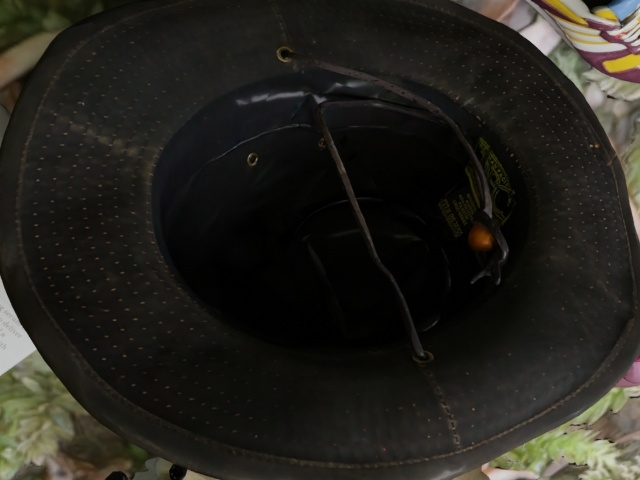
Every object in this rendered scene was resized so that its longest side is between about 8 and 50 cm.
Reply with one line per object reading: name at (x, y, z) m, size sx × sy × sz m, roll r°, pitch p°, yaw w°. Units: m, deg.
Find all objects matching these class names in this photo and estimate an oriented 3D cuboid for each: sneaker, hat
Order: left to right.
hat at (0.000, 0.000, 0.466) m, size 0.331 × 0.332 × 0.134 m, roll -1°, pitch 149°, yaw -16°
sneaker at (0.180, -0.142, 0.521) m, size 0.185 × 0.084 × 0.070 m, roll 24°, pitch 109°, yaw -26°

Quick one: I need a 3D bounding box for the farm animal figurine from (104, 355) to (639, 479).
farm animal figurine at (0.076, 0.166, 0.537) m, size 0.327 × 0.330 × 0.172 m, roll -46°, pitch 145°, yaw -13°

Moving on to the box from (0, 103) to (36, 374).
box at (-0.218, 0.022, 0.463) m, size 0.170 × 0.130 × 0.091 m, roll -36°, pitch 121°, yaw 4°
